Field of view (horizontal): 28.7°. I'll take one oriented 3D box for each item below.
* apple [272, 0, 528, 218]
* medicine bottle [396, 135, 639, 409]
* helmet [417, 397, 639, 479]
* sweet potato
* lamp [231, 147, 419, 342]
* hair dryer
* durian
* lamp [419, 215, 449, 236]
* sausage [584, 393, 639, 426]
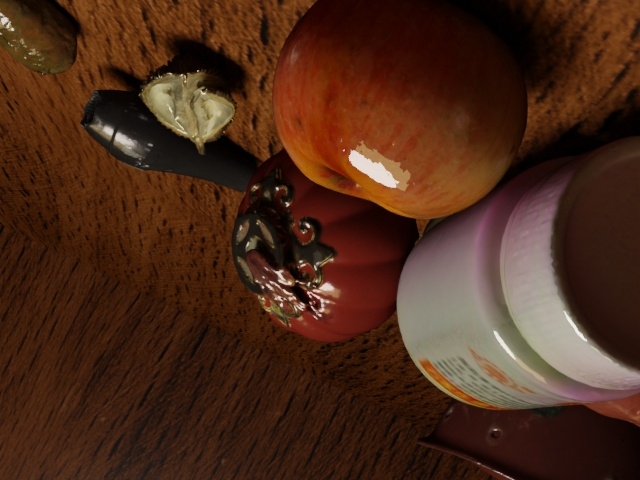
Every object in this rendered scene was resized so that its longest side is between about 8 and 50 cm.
[{"bbox_3d":[0.063,-0.105,0.993,0.209,0.164,0.209,26,169,6],"label":"apple"},{"bbox_3d":[0.221,0.040,1.137,0.219,0.219,0.388,28,165,-7],"label":"medicine bottle"},{"bbox_3d":[0.328,0.242,1.652,0.338,0.230,0.385,23,174,18],"label":"helmet"},{"bbox_3d":[-0.362,-0.269,1.352,0.075,0.075,0.273,11,158,46],"label":"sweet potato"},{"bbox_3d":[0.000,0.000,1.368,0.227,0.227,0.227,24,166,6],"label":"lamp"},{"bbox_3d":[-0.222,-0.139,1.625,0.236,0.091,0.272,22,-178,-29],"label":"hair dryer"},{"bbox_3d":[-0.131,-0.154,1.350,0.110,0.071,0.140,15,148,17],"label":"durian"},{"bbox_3d":[0.103,-0.027,1.503,0.050,0.056,0.198,33,176,-29],"label":"lamp"},{"bbox_3d":[0.325,0.125,1.436,0.254,0.148,0.148,30,166,-30],"label":"sausage"}]
